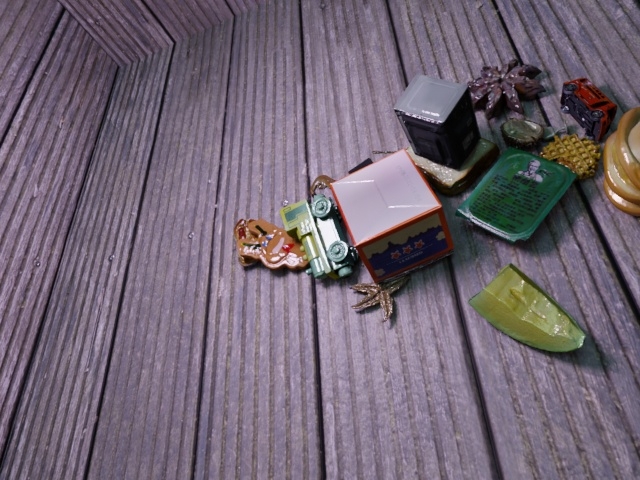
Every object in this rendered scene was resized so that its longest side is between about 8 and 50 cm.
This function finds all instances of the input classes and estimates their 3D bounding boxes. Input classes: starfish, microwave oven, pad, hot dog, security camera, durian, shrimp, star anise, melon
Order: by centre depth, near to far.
[{"bbox_3d":[0.636,0.222,1.392,0.196,0.124,0.323,-44,58,-3],"label":"melon"},{"bbox_3d":[0.423,-0.415,1.655,0.237,0.295,0.181,31,82,35],"label":"microwave oven"},{"bbox_3d":[0.215,0.190,1.661,0.227,0.043,0.240,-18,48,19],"label":"starfish"},{"bbox_3d":[0.874,-0.407,1.716,0.092,0.058,0.058,-16,54,31],"label":"security camera"},{"bbox_3d":[0.755,-0.403,1.741,0.148,0.091,0.188,-14,51,3],"label":"durian"},{"bbox_3d":[0.740,-0.623,1.867,0.332,0.117,0.331,-16,53,23],"label":"star anise"},{"bbox_3d":[0.207,-0.274,1.980,0.116,0.004,0.193,-34,52,3],"label":"pad"},{"bbox_3d":[-0.317,0.006,2.021,0.131,0.069,0.252,-20,55,13],"label":"hot dog"},{"bbox_3d":[0.019,-0.227,2.025,0.178,0.034,0.124,34,82,39],"label":"shrimp"}]

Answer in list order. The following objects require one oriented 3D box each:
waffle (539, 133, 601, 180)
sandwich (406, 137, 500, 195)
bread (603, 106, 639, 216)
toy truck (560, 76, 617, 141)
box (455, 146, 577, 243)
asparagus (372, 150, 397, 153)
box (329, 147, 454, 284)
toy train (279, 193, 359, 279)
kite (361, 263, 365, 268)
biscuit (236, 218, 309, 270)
[{"bbox_3d":[0.879,-0.289,1.620,0.193,0.070,0.197,5,63,28],"label":"waffle"},{"bbox_3d":[0.505,-0.332,1.813,0.271,0.099,0.301,-45,55,1],"label":"sandwich"},{"bbox_3d":[0.989,-0.240,1.426,0.211,0.270,0.315,-11,61,37],"label":"bread"},{"bbox_3d":[0.979,-0.481,1.666,0.114,0.107,0.252,-20,52,4],"label":"toy truck"},{"bbox_3d":[0.683,-0.141,1.602,0.336,0.106,0.264,-48,53,-9],"label":"box"},{"bbox_3d":[0.300,-0.384,1.998,0.166,0.013,0.016,9,54,30],"label":"asparagus"},{"bbox_3d":[0.254,-0.086,1.662,0.319,0.257,0.348,-25,46,5],"label":"box"},{"bbox_3d":[0.000,0.000,1.797,0.237,0.150,0.369,-25,65,14],"label":"toy train"},{"bbox_3d":[0.249,0.074,1.743,0.198,0.006,0.244,-31,52,5],"label":"kite"},{"bbox_3d":[-0.187,0.024,1.911,0.334,0.047,0.202,22,63,20],"label":"biscuit"}]
